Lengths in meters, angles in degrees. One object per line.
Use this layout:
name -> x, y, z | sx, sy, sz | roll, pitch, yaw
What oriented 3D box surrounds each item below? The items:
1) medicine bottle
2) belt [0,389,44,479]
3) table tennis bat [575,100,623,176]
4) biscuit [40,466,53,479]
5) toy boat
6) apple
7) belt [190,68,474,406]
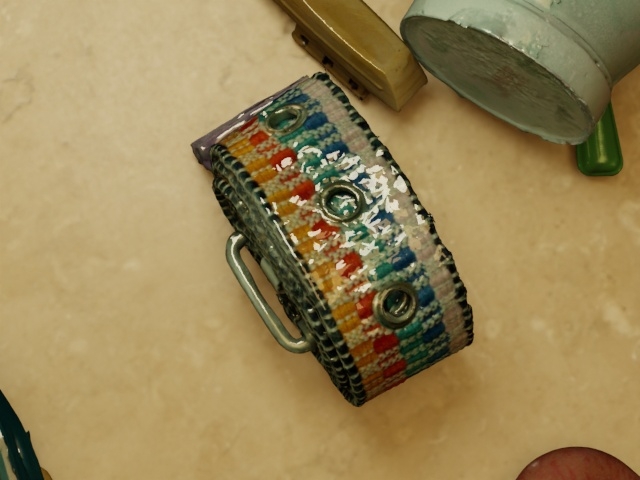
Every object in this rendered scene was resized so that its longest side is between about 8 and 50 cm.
medicine bottle -> 0.226, -0.255, 1.473 | 0.245, 0.245, 0.290 | 33, 78, 1
belt -> -0.392, 0.239, 1.434 | 0.300, 0.173, 0.436 | -23, 80, -2
table tennis bat -> 0.254, -0.187, 1.598 | 0.160, 0.039, 0.257 | -5, 82, -1
biscuit -> -0.285, 0.318, 1.517 | 0.166, 0.036, 0.225 | 28, 84, 7
toy boat -> 0.013, -0.199, 1.566 | 0.200, 0.077, 0.057 | 43, 71, 5
apple -> 0.235, 0.264, 1.507 | 0.153, 0.120, 0.153 | 0, 85, -3
belt -> 0.000, 0.000, 1.480 | 0.160, 0.207, 0.295 | -31, 85, -8
